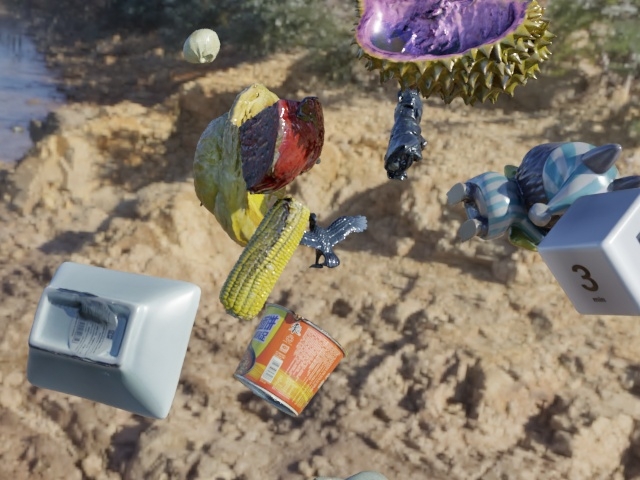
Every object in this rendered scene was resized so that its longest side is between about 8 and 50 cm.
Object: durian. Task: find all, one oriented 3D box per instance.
[{"bbox_3d":[0.182,-0.249,1.103,0.261,0.153,0.186,1,-24,34],"label":"durian"}]

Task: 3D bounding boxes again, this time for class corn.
[{"bbox_3d":[-0.083,0.025,1.202,0.072,0.203,0.072,30,-7,4],"label":"corn"}]

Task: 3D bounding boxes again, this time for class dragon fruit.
[{"bbox_3d":[-0.035,-0.143,1.216,0.161,0.127,0.121,-10,0,-37],"label":"dragon fruit"}]

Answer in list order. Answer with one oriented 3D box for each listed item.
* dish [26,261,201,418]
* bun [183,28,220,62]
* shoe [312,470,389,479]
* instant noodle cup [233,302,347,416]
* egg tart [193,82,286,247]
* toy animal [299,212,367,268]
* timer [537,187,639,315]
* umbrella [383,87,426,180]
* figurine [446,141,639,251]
[{"bbox_3d":[-0.295,0.121,1.058,0.243,0.181,0.080,8,-13,25],"label":"dish"},{"bbox_3d":[-0.250,-0.409,1.713,0.055,0.086,0.086,50,28,12],"label":"bun"},{"bbox_3d":[0.071,0.356,1.073,0.103,0.100,0.251,0,8,-36],"label":"shoe"},{"bbox_3d":[-0.074,0.259,1.703,0.213,0.174,0.213,30,-17,10],"label":"instant noodle cup"},{"bbox_3d":[-0.147,-0.138,1.484,0.128,0.318,0.319,7,14,13],"label":"egg tart"},{"bbox_3d":[0.000,0.000,1.479,0.220,0.107,0.062,-9,-2,-30],"label":"toy animal"},{"bbox_3d":[0.610,0.026,1.678,0.194,0.195,0.192,-44,18,-25],"label":"timer"},{"bbox_3d":[0.155,-0.198,1.422,0.071,0.080,0.224,26,44,-17],"label":"umbrella"},{"bbox_3d":[0.547,-0.147,1.877,0.362,0.266,0.377,-6,-25,-23],"label":"figurine"}]
